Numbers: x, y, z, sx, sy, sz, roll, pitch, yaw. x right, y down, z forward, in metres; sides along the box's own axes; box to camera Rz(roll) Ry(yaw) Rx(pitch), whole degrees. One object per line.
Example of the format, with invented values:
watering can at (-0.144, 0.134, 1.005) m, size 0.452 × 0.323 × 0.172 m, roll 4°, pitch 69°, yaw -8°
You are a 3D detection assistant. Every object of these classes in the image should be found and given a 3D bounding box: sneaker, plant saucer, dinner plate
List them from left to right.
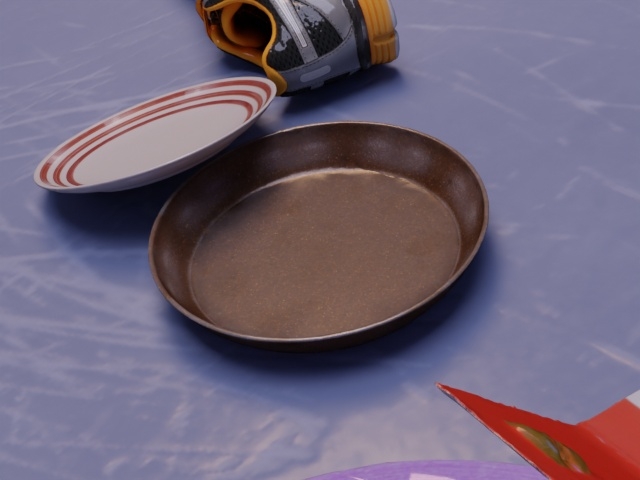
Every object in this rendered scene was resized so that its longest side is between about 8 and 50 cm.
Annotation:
dinner plate at (-0.089, -0.055, 0.762) m, size 0.141 × 0.017 × 0.141 m, roll -17°, pitch 23°, yaw 7°
sneaker at (-0.044, -0.156, 0.849) m, size 0.083 × 0.084 × 0.215 m, roll -33°, pitch 44°, yaw -18°
plant saucer at (0.000, 0.000, 0.688) m, size 0.168 × 0.029 × 0.168 m, roll -6°, pitch 40°, yaw 5°

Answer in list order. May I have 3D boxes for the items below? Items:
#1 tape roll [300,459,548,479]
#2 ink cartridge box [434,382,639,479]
tape roll at (0.031, 0.195, 0.398) m, size 0.274 × 0.090 × 0.275 m, roll -7°, pitch 38°, yaw 6°
ink cartridge box at (0.169, 0.091, 0.398) m, size 0.189 × 0.232 × 0.066 m, roll 37°, pitch 95°, yaw 43°
